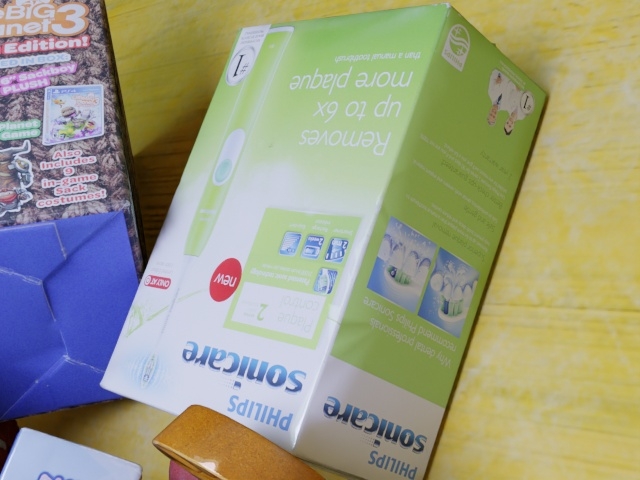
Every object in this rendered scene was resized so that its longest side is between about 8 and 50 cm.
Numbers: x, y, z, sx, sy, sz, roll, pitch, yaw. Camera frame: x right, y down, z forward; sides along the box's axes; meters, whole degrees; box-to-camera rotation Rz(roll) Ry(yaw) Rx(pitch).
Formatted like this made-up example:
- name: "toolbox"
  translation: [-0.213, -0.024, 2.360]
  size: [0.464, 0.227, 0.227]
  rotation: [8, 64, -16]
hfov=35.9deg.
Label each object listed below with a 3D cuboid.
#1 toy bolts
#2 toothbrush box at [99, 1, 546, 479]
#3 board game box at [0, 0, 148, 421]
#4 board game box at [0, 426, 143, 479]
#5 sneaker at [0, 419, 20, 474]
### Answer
- name: "toy bolts"
  translation: [-0.059, 0.202, 0.543]
  size: [0.228, 0.218, 0.158]
  rotation: [5, 57, 54]
- name: "toothbrush box"
  translation: [0.000, 0.000, 0.663]
  size: [0.206, 0.122, 0.283]
  rotation: [8, 75, 47]
- name: "board game box"
  translation: [-0.224, -0.043, 0.808]
  size: [0.141, 0.232, 0.291]
  rotation: [-9, 50, -9]
- name: "board game box"
  translation: [-0.193, 0.282, 0.541]
  size: [0.318, 0.066, 0.318]
  rotation: [128, 161, -66]
- name: "sneaker"
  translation: [-0.321, 0.179, 0.793]
  size: [0.128, 0.221, 0.087]
  rotation: [-12, 63, -4]
